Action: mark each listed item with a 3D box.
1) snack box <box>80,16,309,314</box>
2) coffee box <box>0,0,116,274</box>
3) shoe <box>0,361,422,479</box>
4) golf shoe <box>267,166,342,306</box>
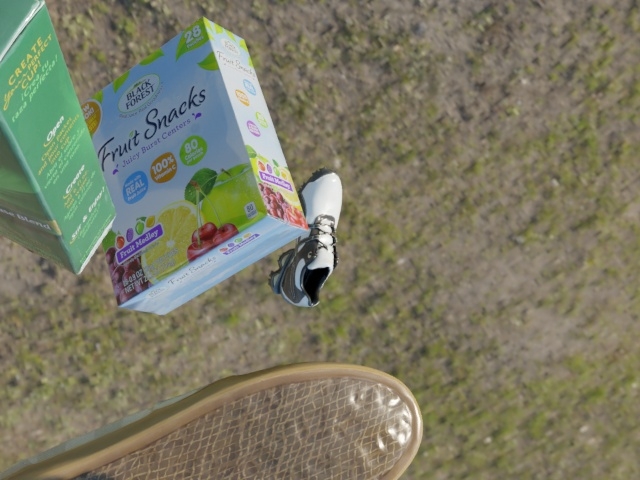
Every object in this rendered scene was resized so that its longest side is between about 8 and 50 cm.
[{"bbox_3d":[-0.123,-0.064,0.952,0.174,0.207,0.070,-31,153,24],"label":"snack box"},{"bbox_3d":[-0.150,-0.055,0.433,0.040,0.113,0.184,-60,173,-20],"label":"coffee box"},{"bbox_3d":[-0.060,0.102,0.481,0.219,0.076,0.058,-14,-175,-17],"label":"shoe"},{"bbox_3d":[0.000,0.000,1.483,0.077,0.094,0.198,8,104,-37],"label":"golf shoe"}]
